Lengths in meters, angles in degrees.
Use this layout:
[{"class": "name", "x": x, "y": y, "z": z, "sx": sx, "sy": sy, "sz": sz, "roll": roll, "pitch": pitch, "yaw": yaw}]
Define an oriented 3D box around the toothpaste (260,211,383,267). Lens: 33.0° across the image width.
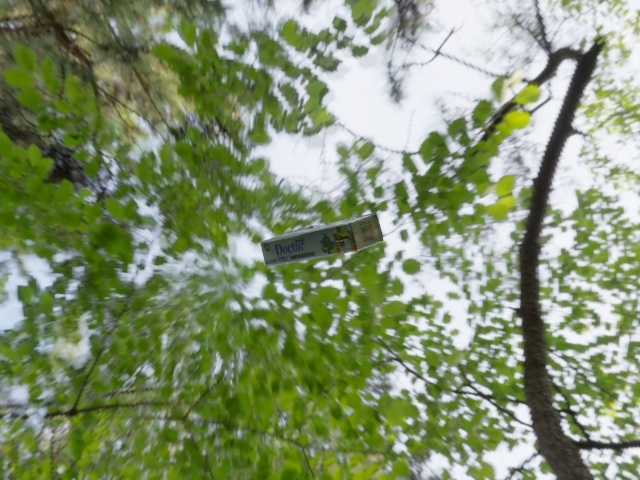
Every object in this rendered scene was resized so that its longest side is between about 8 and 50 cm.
[{"class": "toothpaste", "x": 0.000, "y": 0.000, "z": 1.206, "sx": 0.046, "sy": 0.164, "sz": 0.034, "roll": -19, "pitch": -85, "yaw": -40}]
